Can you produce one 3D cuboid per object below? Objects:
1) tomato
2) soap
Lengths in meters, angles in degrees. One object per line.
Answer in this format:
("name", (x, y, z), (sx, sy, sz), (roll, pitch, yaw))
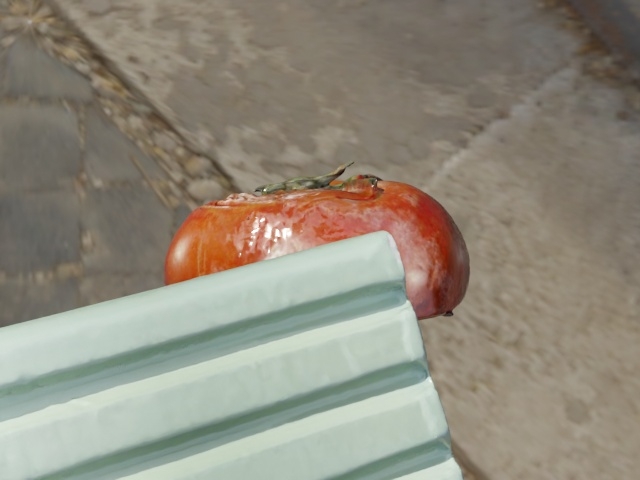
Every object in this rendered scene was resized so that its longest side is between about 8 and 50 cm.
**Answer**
("tomato", (0.001, -0.003, 1.308), (0.228, 0.228, 0.101), (-4, 99, -9))
("soap", (-0.068, 0.102, 0.894), (0.265, 0.087, 0.159), (-15, 88, -32))
